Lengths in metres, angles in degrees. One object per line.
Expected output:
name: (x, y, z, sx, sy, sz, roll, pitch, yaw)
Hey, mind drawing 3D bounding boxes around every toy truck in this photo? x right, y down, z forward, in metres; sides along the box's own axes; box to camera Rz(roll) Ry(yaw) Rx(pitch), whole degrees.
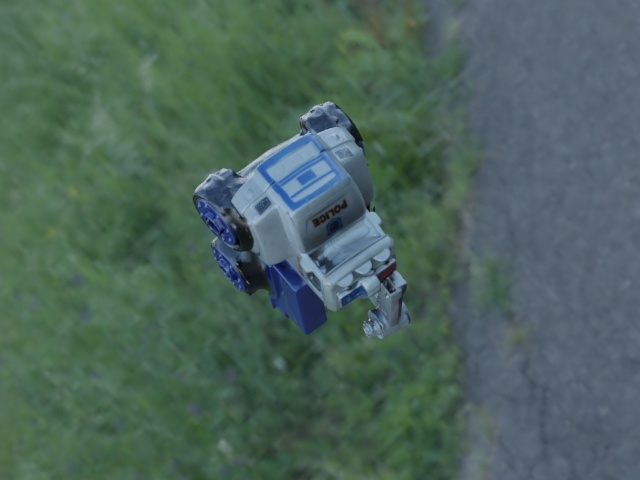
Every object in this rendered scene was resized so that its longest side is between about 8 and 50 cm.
toy truck: (0.000, 0.000, 1.409, 0.161, 0.177, 0.213, -34, -27, -12)
